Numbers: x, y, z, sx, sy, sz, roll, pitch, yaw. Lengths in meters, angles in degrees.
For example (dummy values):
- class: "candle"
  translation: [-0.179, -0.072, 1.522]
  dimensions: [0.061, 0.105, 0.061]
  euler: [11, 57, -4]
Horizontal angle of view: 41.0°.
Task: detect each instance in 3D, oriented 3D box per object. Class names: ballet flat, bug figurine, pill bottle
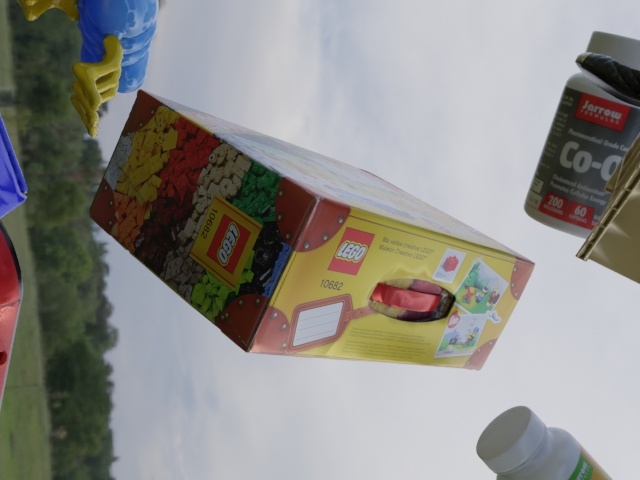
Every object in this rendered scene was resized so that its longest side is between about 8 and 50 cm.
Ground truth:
- class: "ballet flat"
  translation: [0.351, -0.171, 0.922]
  dimensions: [0.173, 0.057, 0.049]
  euler: [35, -85, 41]
- class: "bug figurine"
  translation: [-0.129, -0.197, 0.377]
  dimensions: [0.279, 0.072, 0.216]
  euler: [63, -22, 3]
- class: "pill bottle"
  translation: [0.416, -0.151, 1.251]
  dimensions: [0.161, 0.161, 0.283]
  euler: [-133, -125, -63]
- class: "pill bottle"
  translation: [0.341, 0.357, 1.227]
  dimensions: [0.246, 0.136, 0.136]
  euler: [47, -16, -9]

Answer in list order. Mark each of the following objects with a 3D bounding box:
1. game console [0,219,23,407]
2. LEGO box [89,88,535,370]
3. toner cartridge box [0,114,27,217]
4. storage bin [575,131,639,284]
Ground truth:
- class: "game console"
  translation: [-0.435, -0.007, 0.871]
  dimensions: [0.386, 0.060, 0.342]
  euler: [46, -39, 17]
- class: "LEGO box"
  translation: [0.000, 0.000, 1.187]
  dimensions: [0.372, 0.500, 0.193]
  euler: [33, -77, 39]
- class: "toner cartridge box"
  translation: [-0.235, -0.023, 0.275]
  dimensions: [0.348, 0.075, 0.165]
  euler: [-64, 142, -64]
- class: "storage bin"
  translation: [0.432, -0.027, 0.854]
  dimensions: [0.123, 0.262, 0.260]
  euler: [-56, 167, -26]
